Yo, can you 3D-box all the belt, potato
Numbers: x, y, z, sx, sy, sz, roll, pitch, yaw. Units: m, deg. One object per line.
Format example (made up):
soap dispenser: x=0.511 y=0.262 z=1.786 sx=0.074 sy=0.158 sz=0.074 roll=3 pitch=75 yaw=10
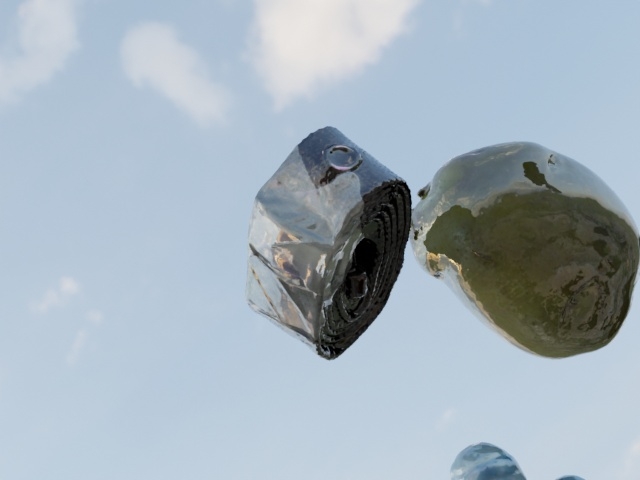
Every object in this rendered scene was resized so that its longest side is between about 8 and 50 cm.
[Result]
belt: x=0.000 y=0.000 z=1.483 sx=0.184 sy=0.164 sz=0.289 roll=-36 pitch=-29 yaw=-33
potato: x=0.281 y=0.007 z=1.641 sx=0.326 sy=0.221 sz=0.243 roll=42 pitch=-73 yaw=-11

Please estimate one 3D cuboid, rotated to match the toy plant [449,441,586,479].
toy plant: x=0.244 y=0.392 z=1.450 sx=0.247 sy=0.332 sz=0.247 roll=-23 pitch=-14 yaw=-6
